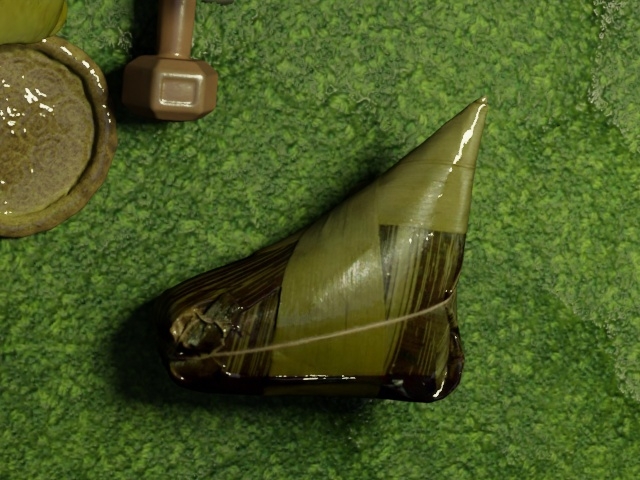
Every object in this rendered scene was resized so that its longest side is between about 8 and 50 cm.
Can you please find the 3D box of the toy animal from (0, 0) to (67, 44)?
[{"bbox_3d":[-0.335,-0.327,1.282,0.180,0.181,0.363,-22,108,-21],"label":"toy animal"}]

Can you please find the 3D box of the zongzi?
[{"bbox_3d":[0.000,0.000,1.442,0.289,0.154,0.318,3,109,-18],"label":"zongzi"}]

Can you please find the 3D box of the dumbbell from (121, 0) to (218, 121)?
[{"bbox_3d":[-0.132,-0.225,1.409,0.092,0.082,0.231,4,100,-17],"label":"dumbbell"}]

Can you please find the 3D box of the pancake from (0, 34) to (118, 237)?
[{"bbox_3d":[-0.283,-0.101,1.419,0.199,0.021,0.199,-3,101,-16],"label":"pancake"}]

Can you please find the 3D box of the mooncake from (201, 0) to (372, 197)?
[{"bbox_3d":[-0.012,-0.137,1.450,0.347,0.057,0.150,37,84,-40],"label":"mooncake"}]
